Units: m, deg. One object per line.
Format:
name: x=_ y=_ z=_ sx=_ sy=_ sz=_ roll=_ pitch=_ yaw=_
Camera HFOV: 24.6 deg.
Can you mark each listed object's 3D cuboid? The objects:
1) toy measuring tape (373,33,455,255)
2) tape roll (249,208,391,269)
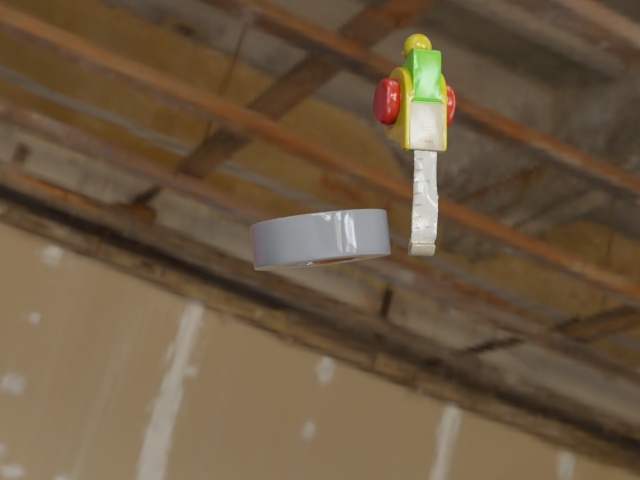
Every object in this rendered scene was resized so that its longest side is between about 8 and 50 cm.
toy measuring tape: x=0.134 y=-0.136 z=2.128 sx=0.121 sy=0.330 sz=0.121 roll=1 pitch=-9 yaw=0
tape roll: x=0.000 y=0.000 z=2.312 sx=0.219 sy=0.072 sz=0.219 roll=-6 pitch=-5 yaw=0
